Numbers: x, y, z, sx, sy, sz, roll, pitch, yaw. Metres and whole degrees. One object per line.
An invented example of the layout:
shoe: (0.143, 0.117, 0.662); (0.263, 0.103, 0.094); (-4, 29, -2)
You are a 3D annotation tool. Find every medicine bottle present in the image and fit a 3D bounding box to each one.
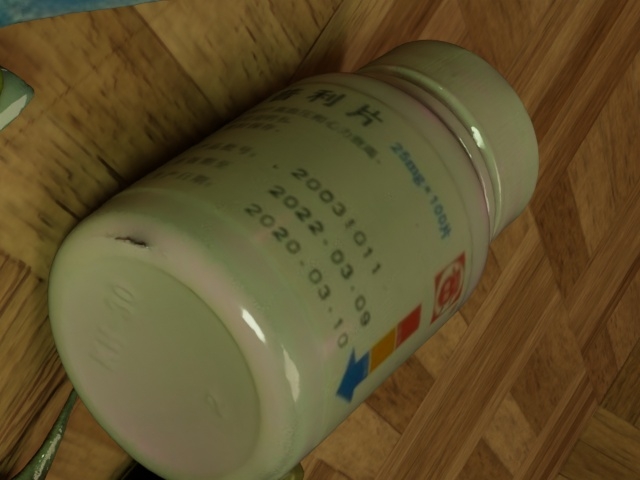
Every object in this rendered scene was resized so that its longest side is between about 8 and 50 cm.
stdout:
medicine bottle: (0.000, 0.000, 0.812); (0.293, 0.170, 0.170); (-37, 149, -43)

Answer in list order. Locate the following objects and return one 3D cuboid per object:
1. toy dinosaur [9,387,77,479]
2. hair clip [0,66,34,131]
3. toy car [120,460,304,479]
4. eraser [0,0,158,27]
toy dinosaur: (-0.179, 0.148, 0.789); (0.180, 0.037, 0.058); (-48, 180, -12)
hair clip: (-0.170, -0.068, 0.538); (0.060, 0.033, 0.188); (-57, 161, -3)
toy car: (-0.113, 0.233, 0.949); (0.124, 0.101, 0.257); (1, 118, -62)
eraser: (0.009, -0.175, 0.563); (0.311, 0.043, 0.144); (-13, 133, -15)
